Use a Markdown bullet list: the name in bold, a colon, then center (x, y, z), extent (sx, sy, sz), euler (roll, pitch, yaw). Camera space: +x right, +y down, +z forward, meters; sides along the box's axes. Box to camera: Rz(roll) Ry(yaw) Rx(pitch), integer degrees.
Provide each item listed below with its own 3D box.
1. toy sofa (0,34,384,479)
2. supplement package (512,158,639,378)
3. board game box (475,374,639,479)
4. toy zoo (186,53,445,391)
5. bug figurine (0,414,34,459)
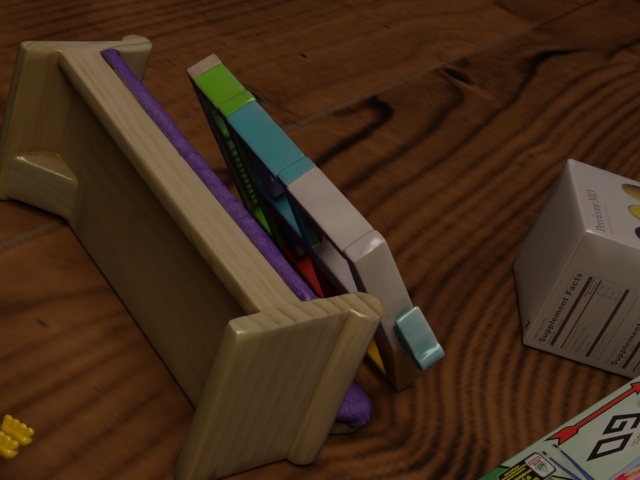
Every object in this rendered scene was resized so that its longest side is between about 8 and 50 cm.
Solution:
- **toy sofa**: center (-0.095, -0.004, 0.854), extent (0.177, 0.150, 0.362), euler (-8, 43, -37)
- **supplement package**: center (0.320, 0.045, 1.047), extent (0.244, 0.134, 0.139), euler (18, 32, -7)
- **board game box**: center (0.263, 0.216, 0.844), extent (0.213, 0.046, 0.317), euler (40, 36, 27)
- **toy zoo**: center (0.000, 0.000, 0.886), extent (0.030, 0.192, 0.293), euler (-33, 54, -10)
- **bug figurine**: center (-0.299, 0.117, 0.626), extent (0.279, 0.072, 0.216), euler (29, 26, 20)
